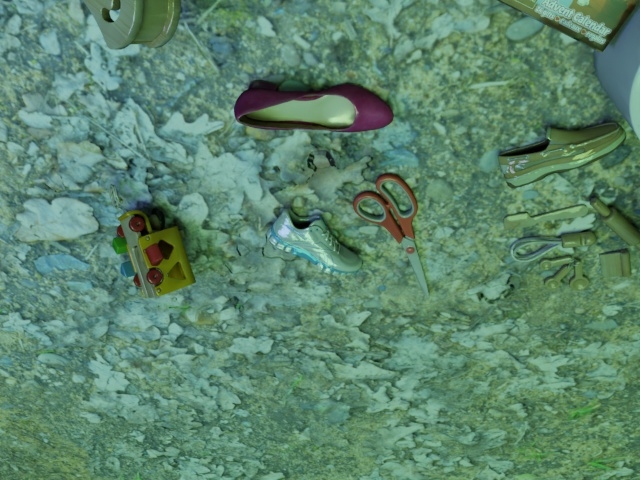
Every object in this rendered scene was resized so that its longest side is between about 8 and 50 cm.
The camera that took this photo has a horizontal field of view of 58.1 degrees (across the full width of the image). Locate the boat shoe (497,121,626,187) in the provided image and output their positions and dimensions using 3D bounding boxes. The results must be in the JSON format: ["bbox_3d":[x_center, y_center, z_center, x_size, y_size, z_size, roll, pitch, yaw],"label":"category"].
[{"bbox_3d":[0.376,-0.148,0.911,0.189,0.068,0.072,-23,110,23],"label":"boat shoe"}]

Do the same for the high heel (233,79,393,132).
[{"bbox_3d":[-0.008,-0.193,0.884,0.243,0.117,0.082,14,128,-4],"label":"high heel"}]

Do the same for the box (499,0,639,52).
[{"bbox_3d":[0.282,-0.392,0.711,0.293,0.057,0.201,25,126,-3],"label":"box"}]

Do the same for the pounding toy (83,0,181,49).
[{"bbox_3d":[-0.242,-0.348,0.776,0.269,0.154,0.154,28,121,25],"label":"pounding toy"}]

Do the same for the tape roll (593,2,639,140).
[{"bbox_3d":[0.509,-0.240,0.754,0.246,0.169,0.246,4,128,5],"label":"tape roll"}]

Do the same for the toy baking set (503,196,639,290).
[{"bbox_3d":[0.462,0.011,1.043,0.256,0.030,0.196,39,123,-22],"label":"toy baking set"}]

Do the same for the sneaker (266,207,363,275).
[{"bbox_3d":[0.000,0.000,1.068,0.190,0.071,0.083,23,121,-12],"label":"sneaker"}]

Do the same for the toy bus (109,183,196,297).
[{"bbox_3d":[-0.308,0.009,1.086,0.104,0.191,0.202,-20,140,-34],"label":"toy bus"}]

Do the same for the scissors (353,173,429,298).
[{"bbox_3d":[0.171,0.000,1.075,0.109,0.021,0.297,-28,118,23],"label":"scissors"}]
